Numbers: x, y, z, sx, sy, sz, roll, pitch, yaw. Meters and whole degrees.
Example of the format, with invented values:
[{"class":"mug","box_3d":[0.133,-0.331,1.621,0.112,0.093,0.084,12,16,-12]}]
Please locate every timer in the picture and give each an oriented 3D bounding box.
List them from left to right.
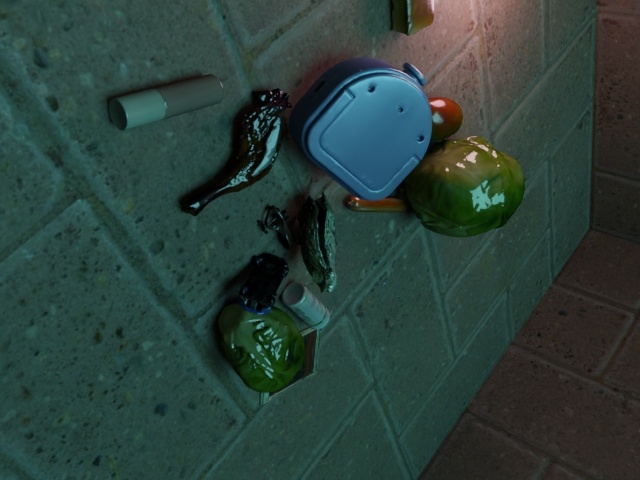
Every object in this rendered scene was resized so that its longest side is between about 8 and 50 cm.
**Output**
[{"class":"timer","box_3d":[0.134,-0.331,1.798,0.395,0.173,0.394,-11,123,-17]}]

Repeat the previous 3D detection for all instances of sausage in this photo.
[{"class":"sausage","box_3d":[0.193,-0.121,2.174,0.348,0.053,0.053,-2,110,-51]}]

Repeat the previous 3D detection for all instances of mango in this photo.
[{"class":"mango","box_3d":[0.416,-0.422,2.235,0.289,0.129,0.146,-20,122,-55]}]

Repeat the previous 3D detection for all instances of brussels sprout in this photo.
[{"class":"brussels sprout","box_3d":[-0.168,0.288,1.825,0.219,0.210,0.271,-43,120,-4]},{"class":"brussels sprout","box_3d":[0.524,-0.178,2.284,0.425,0.361,0.342,-30,137,-45]}]

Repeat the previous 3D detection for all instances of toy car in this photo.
[{"class":"toy car","box_3d":[-0.157,0.120,1.798,0.216,0.103,0.063,-67,177,-49]}]

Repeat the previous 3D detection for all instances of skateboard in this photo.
[{"class":"skateboard","box_3d":[-0.121,-0.033,1.837,0.080,0.067,0.151,-40,131,-17]}]

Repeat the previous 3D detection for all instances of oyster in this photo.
[{"class":"oyster","box_3d":[0.000,0.000,1.884,0.112,0.198,0.267,-5,117,-12]}]

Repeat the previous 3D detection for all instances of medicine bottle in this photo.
[{"class":"medicine bottle","box_3d":[-0.045,0.206,2.029,0.086,0.086,0.183,-56,143,-14]}]

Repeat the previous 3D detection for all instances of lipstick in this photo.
[{"class":"lipstick","box_3d":[-0.331,-0.304,1.410,0.254,0.070,0.070,-28,129,-40]}]

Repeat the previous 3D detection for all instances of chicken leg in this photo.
[{"class":"chicken leg","box_3d":[-0.189,-0.205,1.625,0.407,0.096,0.158,-54,138,-12]}]

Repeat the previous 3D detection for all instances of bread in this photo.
[{"class":"bread","box_3d":[0.266,-0.796,1.881,0.138,0.077,0.361,-35,133,-34]}]

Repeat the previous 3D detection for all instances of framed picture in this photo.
[{"class":"framed picture","box_3d":[-0.093,0.404,2.135,0.273,0.016,0.216,-20,124,-44]}]
